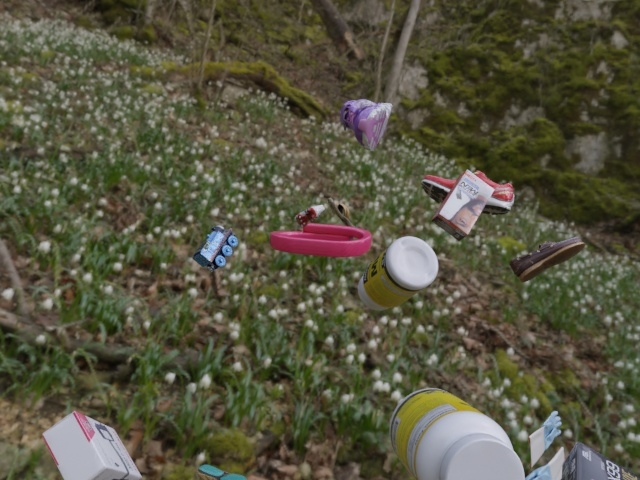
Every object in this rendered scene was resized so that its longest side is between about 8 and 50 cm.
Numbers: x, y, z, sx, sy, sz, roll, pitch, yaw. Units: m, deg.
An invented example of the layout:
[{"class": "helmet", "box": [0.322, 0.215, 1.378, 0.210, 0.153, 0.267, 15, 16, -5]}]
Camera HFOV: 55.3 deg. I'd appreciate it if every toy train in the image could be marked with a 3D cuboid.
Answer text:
[{"class": "toy train", "box": [-0.369, 0.025, 2.167, 0.105, 0.184, 0.080, 43, -40, -21]}]

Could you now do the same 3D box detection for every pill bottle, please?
[{"class": "pill bottle", "box": [0.260, 0.412, 1.194, 0.188, 0.187, 0.334, 17, -4, -6]}, {"class": "pill bottle", "box": [0.165, 0.082, 1.366, 0.119, 0.119, 0.208, 18, -28, -11]}]

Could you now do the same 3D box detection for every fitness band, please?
[{"class": "fitness band", "box": [0.000, 0.000, 1.732, 0.291, 0.054, 0.209, 4, 14, 14]}]

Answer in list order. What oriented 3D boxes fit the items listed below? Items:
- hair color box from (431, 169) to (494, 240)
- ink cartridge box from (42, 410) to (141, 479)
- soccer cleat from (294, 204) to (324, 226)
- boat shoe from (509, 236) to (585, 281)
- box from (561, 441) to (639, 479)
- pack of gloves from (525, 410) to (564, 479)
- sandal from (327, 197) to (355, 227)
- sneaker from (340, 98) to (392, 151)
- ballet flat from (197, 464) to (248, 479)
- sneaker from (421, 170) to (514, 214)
[{"class": "hair color box", "box": [0.369, -0.092, 1.578, 0.093, 0.167, 0.053, 36, -25, -1]}, {"class": "ink cartridge box", "box": [-0.573, 0.550, 1.548, 0.172, 0.100, 0.237, 48, -13, 24]}, {"class": "soccer cleat", "box": [-0.020, -0.047, 1.153, 0.036, 0.029, 0.083, -27, -2, -28]}, {"class": "boat shoe", "box": [0.628, 0.038, 1.698, 0.207, 0.073, 0.073, -25, -36, -2]}, {"class": "box", "box": [0.620, 0.563, 1.245, 0.242, 0.076, 0.307, 29, 16, 18]}, {"class": "pack of gloves", "box": [0.577, 0.564, 1.599, 0.046, 0.195, 0.232, -2, 6, 40]}, {"class": "sandal", "box": [0.082, -0.101, 2.204, 0.180, 0.049, 0.072, 46, 2, -39]}, {"class": "sneaker", "box": [0.087, -0.256, 1.301, 0.105, 0.095, 0.236, 21, 19, 5]}, {"class": "ballet flat", "box": [-0.325, 0.816, 2.055, 0.232, 0.073, 0.080, 0, 3, 42]}, {"class": "sneaker", "box": [0.446, -0.159, 1.851, 0.279, 0.118, 0.107, 15, -16, 5]}]
